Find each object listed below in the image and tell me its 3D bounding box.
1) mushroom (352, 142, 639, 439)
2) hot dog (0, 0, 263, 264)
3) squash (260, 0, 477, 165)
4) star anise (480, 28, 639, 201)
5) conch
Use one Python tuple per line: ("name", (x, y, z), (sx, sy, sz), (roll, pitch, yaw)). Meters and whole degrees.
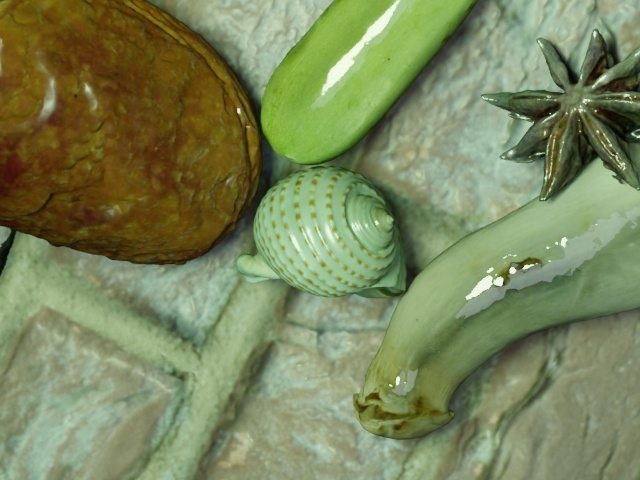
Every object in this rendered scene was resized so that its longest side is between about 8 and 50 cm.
("mushroom", (0.194, 0.063, 1.438), (0.397, 0.126, 0.177), (-28, 107, 10))
("hot dog", (-0.235, -0.112, 1.373), (0.387, 0.174, 0.267), (21, 114, -35))
("squash", (0.076, -0.225, 1.388), (0.118, 0.118, 0.370), (40, 103, -3))
("star anise", (0.258, -0.117, 1.380), (0.204, 0.061, 0.180), (-14, 63, 28))
("conch", (0.003, -0.010, 1.429), (0.200, 0.172, 0.131), (10, 93, 43))
